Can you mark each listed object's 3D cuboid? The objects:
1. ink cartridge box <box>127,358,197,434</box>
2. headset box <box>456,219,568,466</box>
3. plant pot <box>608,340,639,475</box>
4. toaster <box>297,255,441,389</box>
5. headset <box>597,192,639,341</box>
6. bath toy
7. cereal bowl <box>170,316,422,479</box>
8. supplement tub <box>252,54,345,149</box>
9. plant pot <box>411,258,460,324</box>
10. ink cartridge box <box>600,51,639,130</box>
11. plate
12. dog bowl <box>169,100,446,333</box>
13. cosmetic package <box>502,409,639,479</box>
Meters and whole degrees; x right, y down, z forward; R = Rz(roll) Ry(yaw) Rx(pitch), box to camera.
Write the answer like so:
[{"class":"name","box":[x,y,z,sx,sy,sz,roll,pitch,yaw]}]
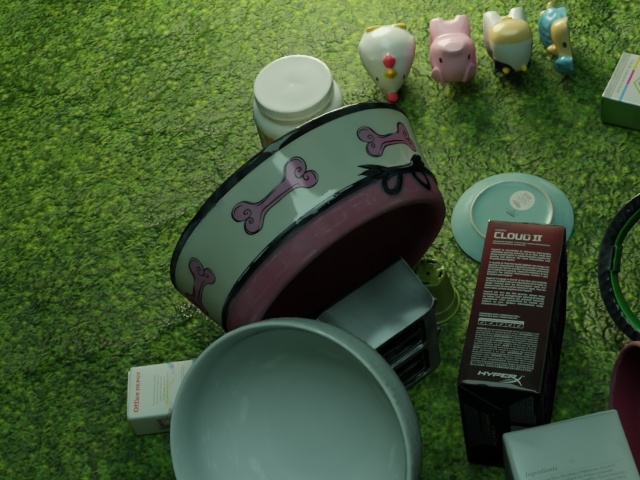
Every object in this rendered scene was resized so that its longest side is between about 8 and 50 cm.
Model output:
[{"class":"ink cartridge box","box":[-0.214,0.226,1.893,0.122,0.052,0.088,-7,52,4]},{"class":"headset box","box":[0.267,0.129,1.769,0.110,0.218,0.293,6,55,15]},{"class":"plant pot","box":[0.491,0.226,1.681,0.180,0.201,0.201,-1,51,-9]},{"class":"toaster","box":[0.077,0.137,1.831,0.186,0.168,0.110,-33,55,-15]},{"class":"headset","box":[0.580,0.050,1.771,0.394,0.185,0.243,9,93,30]},{"class":"bath toy","box":[0.238,-0.311,2.177,0.348,0.151,0.129,-7,87,6]},{"class":"cereal bowl","box":[-0.019,0.259,1.709,0.339,0.339,0.141,13,13,20]},{"class":"supplement tub","box":[-0.028,-0.180,2.073,0.144,0.199,0.144,-5,52,7]},{"class":"plant pot","box":[0.161,0.069,1.924,0.083,0.079,0.083,-6,51,7]},{"class":"ink cartridge box","box":[0.562,-0.221,2.078,0.209,0.062,0.109,17,57,22]},{"class":"plate","box":[0.294,-0.037,2.015,0.188,0.024,0.188,-6,52,8]},{"class":"dog bowl","box":[0.000,0.000,1.826,0.408,0.408,0.150,-32,69,-13]},{"class":"cosmetic package","box":[0.323,0.337,1.641,0.151,0.151,0.183,-12,53,1]}]
